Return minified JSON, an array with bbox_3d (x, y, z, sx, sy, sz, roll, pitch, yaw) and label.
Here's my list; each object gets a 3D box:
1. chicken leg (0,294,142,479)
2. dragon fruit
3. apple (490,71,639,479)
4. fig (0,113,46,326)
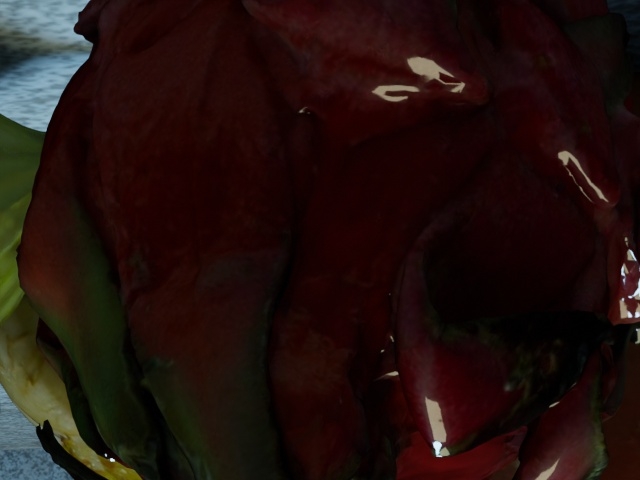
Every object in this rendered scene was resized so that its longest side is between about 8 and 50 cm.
[{"bbox_3d":[-0.007,0.100,0.960,0.295,0.409,0.182,-38,160,-56],"label":"chicken leg"},{"bbox_3d":[0.000,0.000,0.472,0.233,0.234,0.293,-8,-160,20],"label":"dragon fruit"},{"bbox_3d":[0.139,0.091,0.722,0.277,0.348,0.348,9,170,7],"label":"apple"},{"bbox_3d":[-0.172,-0.028,0.651,0.230,0.160,0.143,-40,127,16],"label":"fig"}]
